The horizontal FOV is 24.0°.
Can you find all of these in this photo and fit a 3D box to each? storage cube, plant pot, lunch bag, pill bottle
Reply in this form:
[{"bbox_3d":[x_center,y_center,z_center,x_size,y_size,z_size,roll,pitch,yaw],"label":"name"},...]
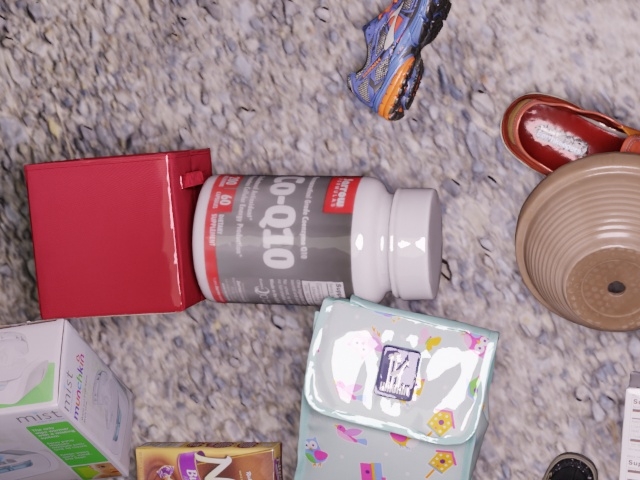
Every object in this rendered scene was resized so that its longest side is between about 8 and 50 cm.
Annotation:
[{"bbox_3d":[-0.242,-0.011,1.880,0.215,0.184,0.193,-5,95,12],"label":"storage cube"},{"bbox_3d":[0.342,0.024,1.743,0.237,0.109,0.237,5,123,7],"label":"plant pot"},{"bbox_3d":[0.090,0.198,1.804,0.223,0.160,0.262,13,120,10],"label":"lunch bag"},{"bbox_3d":[0.000,0.000,1.838,0.283,0.161,0.161,1,94,12],"label":"pill bottle"}]

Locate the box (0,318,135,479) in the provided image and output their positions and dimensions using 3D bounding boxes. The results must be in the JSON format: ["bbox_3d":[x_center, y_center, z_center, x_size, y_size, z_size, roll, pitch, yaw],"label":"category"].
[{"bbox_3d":[-0.398,0.212,1.895,0.262,0.231,0.126,-8,59,12],"label":"box"}]

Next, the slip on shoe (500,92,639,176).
[{"bbox_3d":[0.367,-0.083,1.784,0.331,0.101,0.123,25,97,8],"label":"slip on shoe"}]

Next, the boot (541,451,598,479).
[{"bbox_3d":[0.265,0.379,1.799,0.085,0.178,0.236,19,98,10],"label":"boot"}]

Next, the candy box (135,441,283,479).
[{"bbox_3d":[-0.142,0.317,1.949,0.187,0.053,0.109,-2,93,11],"label":"candy box"}]

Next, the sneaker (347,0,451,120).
[{"bbox_3d":[0.095,-0.261,1.843,0.087,0.083,0.221,24,95,18],"label":"sneaker"}]

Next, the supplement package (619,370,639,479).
[{"bbox_3d":[0.420,0.288,1.780,0.134,0.139,0.244,5,96,13],"label":"supplement package"}]
